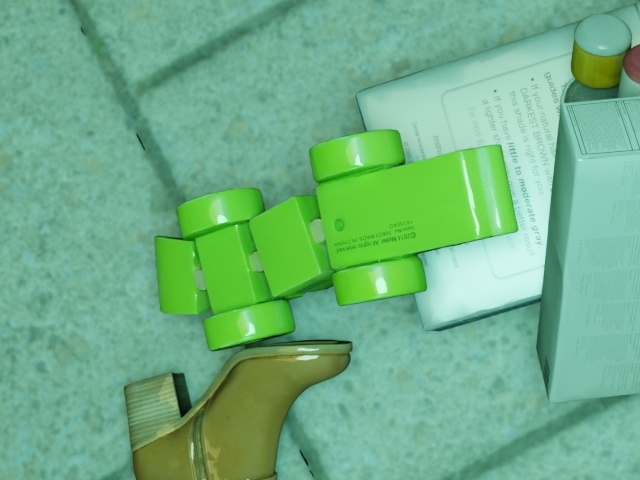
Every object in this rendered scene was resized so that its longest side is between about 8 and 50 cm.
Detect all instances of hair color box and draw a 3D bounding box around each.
[{"bbox_3d":[0.233,-0.072,1.247,0.374,0.113,0.185,-17,84,8],"label":"hair color box"}]

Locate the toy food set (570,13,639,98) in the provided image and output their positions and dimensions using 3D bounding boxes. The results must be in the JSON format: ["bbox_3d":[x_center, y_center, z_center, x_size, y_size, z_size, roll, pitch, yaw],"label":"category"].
[{"bbox_3d":[0.284,-0.129,1.109,0.232,0.104,0.111,6,48,6],"label":"toy food set"}]

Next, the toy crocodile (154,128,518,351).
[{"bbox_3d":[0.000,0.000,1.211,0.340,0.105,0.115,-19,83,39],"label":"toy crocodile"}]

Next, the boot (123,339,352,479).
[{"bbox_3d":[-0.049,0.162,1.298,0.197,0.073,0.152,-18,82,19],"label":"boot"}]

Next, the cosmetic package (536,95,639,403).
[{"bbox_3d":[0.203,0.009,1.129,0.098,0.239,0.060,-4,46,-2],"label":"cosmetic package"}]

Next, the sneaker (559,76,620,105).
[{"bbox_3d":[0.235,-0.068,1.155,0.158,0.065,0.061,33,93,8],"label":"sneaker"}]
